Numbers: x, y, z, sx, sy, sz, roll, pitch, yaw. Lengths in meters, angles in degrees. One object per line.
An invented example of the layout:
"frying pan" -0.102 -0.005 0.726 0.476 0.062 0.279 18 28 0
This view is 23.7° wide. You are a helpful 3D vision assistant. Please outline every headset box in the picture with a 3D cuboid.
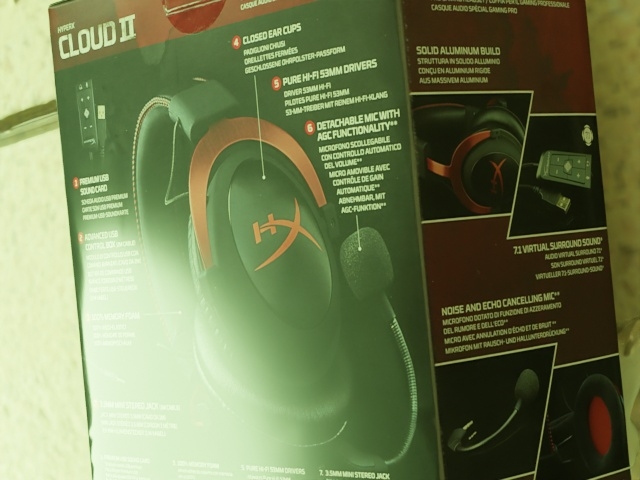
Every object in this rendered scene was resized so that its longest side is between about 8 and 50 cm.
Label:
"headset box" 0.000 0.000 0.618 0.218 0.110 0.293 -7 89 47

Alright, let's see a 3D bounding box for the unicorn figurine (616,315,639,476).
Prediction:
"unicorn figurine" 0.105 0.088 0.628 0.162 0.060 0.111 -10 94 34
